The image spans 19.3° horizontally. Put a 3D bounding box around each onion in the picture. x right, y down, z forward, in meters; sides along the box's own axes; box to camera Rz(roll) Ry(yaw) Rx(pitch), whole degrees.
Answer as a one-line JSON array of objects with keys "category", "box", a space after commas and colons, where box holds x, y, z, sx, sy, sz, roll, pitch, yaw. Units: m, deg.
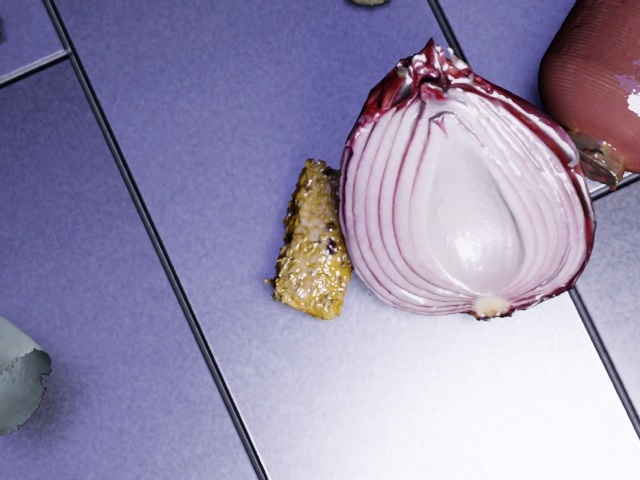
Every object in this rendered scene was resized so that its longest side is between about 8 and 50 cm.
[{"category": "onion", "box": [0.126, -0.070, 1.669, 0.227, 0.120, 0.283, -5, 124, 13]}]

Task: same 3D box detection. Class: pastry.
[{"category": "pastry", "box": [0.000, 0.000, 1.739, 0.080, 0.056, 0.140, 19, 84, -4]}]

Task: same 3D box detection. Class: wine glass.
[{"category": "wine glass", "box": [-0.409, 0.135, 1.682, 0.309, 0.096, 0.264, 30, 105, 23]}]

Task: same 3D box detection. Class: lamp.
[{"category": "lamp", "box": [0.304, -0.169, 1.709, 0.180, 0.180, 0.258, 33, 81, 5]}]

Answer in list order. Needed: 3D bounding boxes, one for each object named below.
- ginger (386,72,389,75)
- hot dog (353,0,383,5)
[{"category": "ginger", "box": [0.110, -0.145, 1.772, 0.097, 0.030, 0.048, 24, 110, 6]}, {"category": "hot dog", "box": [0.057, -0.331, 1.791, 0.066, 0.047, 0.216, 7, 82, -1]}]
